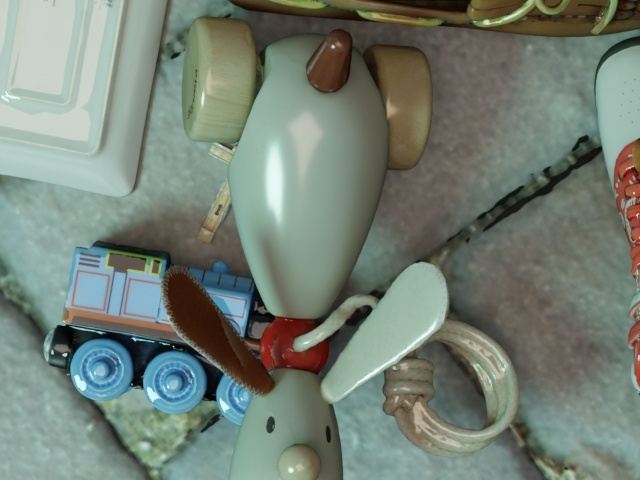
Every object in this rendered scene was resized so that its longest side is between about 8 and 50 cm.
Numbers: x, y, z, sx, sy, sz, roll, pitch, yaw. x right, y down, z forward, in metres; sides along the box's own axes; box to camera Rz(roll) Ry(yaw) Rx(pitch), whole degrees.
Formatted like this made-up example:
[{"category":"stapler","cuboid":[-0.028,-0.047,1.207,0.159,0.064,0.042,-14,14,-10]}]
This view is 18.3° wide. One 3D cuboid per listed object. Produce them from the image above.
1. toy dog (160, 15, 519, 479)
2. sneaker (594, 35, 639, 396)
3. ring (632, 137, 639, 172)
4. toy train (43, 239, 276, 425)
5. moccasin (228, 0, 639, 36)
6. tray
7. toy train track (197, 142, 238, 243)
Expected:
[{"category":"toy dog","cuboid":[0.000,0.000,1.230,0.220,0.161,0.333,-17,82,-12]},{"category":"sneaker","cuboid":[0.232,0.006,1.258,0.090,0.145,0.270,-17,97,26]},{"category":"ring","cuboid":[0.280,-0.020,1.202,0.032,0.336,0.336,-3,99,41]},{"category":"toy train","cuboid":[-0.090,0.062,1.328,0.184,0.080,0.105,10,90,0]},{"category":"moccasin","cuboid":[0.112,-0.199,1.245,0.380,0.147,0.139,5,98,3]},{"category":"tray","cuboid":[-0.174,-0.171,1.326,0.145,0.030,0.270,11,98,1]},{"category":"toy train track","cuboid":[-0.061,-0.036,1.344,0.048,0.014,0.083,27,99,0]}]
